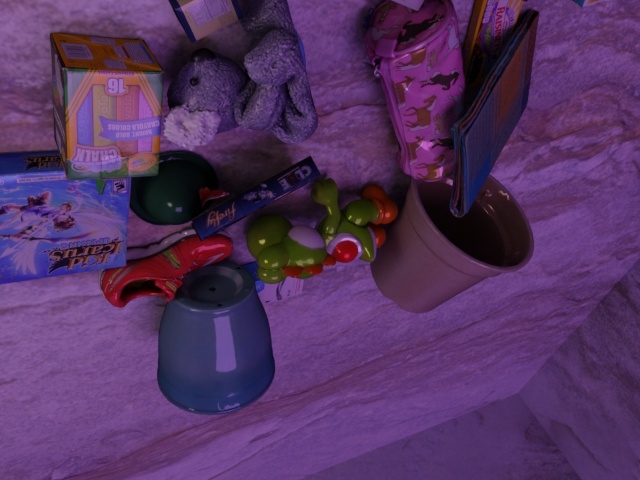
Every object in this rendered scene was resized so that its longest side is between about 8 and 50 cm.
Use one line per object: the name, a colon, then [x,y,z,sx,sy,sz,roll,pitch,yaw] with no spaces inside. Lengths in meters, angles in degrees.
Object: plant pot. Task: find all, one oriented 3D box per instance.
plant pot: [0.287,0.015,1.387,0.333,0.334,0.305,-3,147,-34]
plant pot: [-0.233,0.195,1.247,0.271,0.272,0.255,-13,127,-25]

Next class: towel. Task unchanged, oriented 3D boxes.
towel: [0.359,-0.257,1.166,0.370,0.040,0.271,-56,152,-24]

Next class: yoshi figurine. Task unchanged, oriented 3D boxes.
yoshi figurine: [-0.016,-0.022,1.254,0.362,0.204,0.203,-22,-173,-37]

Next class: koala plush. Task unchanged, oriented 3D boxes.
koala plush: [-0.127,-0.220,0.842,0.221,0.196,0.203,-15,135,2]

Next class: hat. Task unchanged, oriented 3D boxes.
hat: [-0.242,-0.042,1.001,0.172,0.184,0.209,-25,144,-8]

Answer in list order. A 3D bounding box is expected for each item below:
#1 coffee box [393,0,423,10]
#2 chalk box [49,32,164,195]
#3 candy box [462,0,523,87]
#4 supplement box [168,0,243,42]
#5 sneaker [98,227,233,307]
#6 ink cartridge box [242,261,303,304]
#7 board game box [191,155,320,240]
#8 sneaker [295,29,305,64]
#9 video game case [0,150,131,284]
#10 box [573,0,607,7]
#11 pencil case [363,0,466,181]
coffee box: [0.137,-0.488,0.820,0.141,0.098,0.247,2,133,-39]
chalk box: [-0.310,-0.171,0.818,0.132,0.132,0.213,-8,131,-29]
candy box: [0.339,-0.408,1.130,0.105,0.027,0.206,-22,144,-19]
supplement box: [-0.166,-0.337,0.789,0.083,0.083,0.056,-28,145,-4]
sneaker: [-0.302,0.065,1.143,0.278,0.118,0.107,-20,144,-16]
ink cartridge box: [-0.099,0.092,1.376,0.180,0.060,0.104,-15,141,-22]
board game box: [-0.128,-0.075,1.071,0.243,0.042,0.165,-30,-174,-11]
sneaker: [-0.061,-0.275,0.970,0.078,0.067,0.188,-14,140,-4]
video game case: [-0.465,-0.036,0.951,0.269,0.061,0.244,-9,140,-29]
box: [0.555,-0.576,1.058,0.100,0.060,0.244,-19,143,-17]
pencil case: [0.194,-0.273,1.074,0.167,0.160,0.386,-10,148,15]
